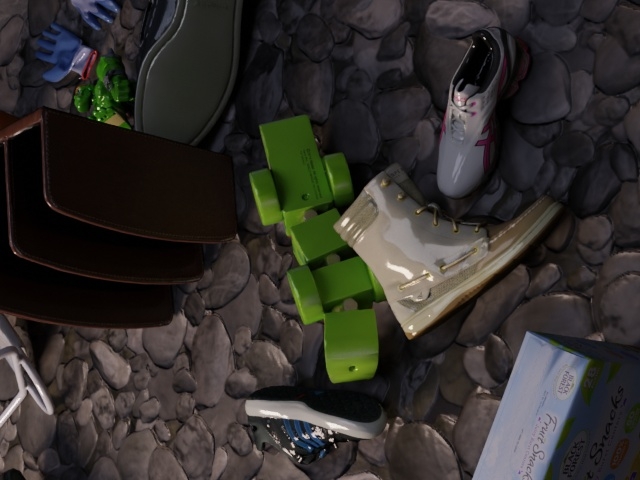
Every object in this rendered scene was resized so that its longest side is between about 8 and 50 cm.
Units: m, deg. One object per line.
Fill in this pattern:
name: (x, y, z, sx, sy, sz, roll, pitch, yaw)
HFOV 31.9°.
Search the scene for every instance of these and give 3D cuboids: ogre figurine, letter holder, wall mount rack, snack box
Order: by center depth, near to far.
snack box: (0.228, 0.177, 0.988, 0.070, 0.207, 0.175, 25, 99, 41)
letter holder: (-0.256, -0.011, 1.374, 0.152, 0.301, 0.215, -19, 70, 37)
ogre figurine: (-0.288, -0.176, 1.560, 0.096, 0.197, 0.118, -16, 52, 0)
wall mount rack: (-0.537, 0.164, 1.680, 0.350, 0.130, 0.304, 51, 154, 19)

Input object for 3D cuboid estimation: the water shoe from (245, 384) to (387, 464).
water shoe: (0.000, 0.216, 1.282, 0.203, 0.073, 0.080, 3, 106, 45)

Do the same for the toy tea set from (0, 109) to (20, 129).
toy tea set: (-0.500, -0.055, 1.709, 0.200, 0.124, 0.336, -46, 56, 25)

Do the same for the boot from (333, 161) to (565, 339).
boot: (0.128, -0.020, 1.160, 0.213, 0.077, 0.165, -40, 76, 22)

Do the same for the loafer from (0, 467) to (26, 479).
loafer: (-0.365, 0.419, 1.548, 0.084, 0.096, 0.268, -39, 64, 6)

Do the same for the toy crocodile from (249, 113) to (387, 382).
toy crocodile: (0.000, 0.000, 1.292, 0.115, 0.105, 0.341, -18, 63, -7)

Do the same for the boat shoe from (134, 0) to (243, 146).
boat shoe: (-0.175, -0.280, 1.482, 0.113, 0.127, 0.340, -134, 53, -65)

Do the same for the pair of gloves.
pair of gloves: (-0.371, -0.330, 1.716, 0.159, 0.023, 0.198, 30, 101, 42)

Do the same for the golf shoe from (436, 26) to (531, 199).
golf shoe: (0.156, -0.136, 1.187, 0.067, 0.086, 0.186, 23, 99, 39)
